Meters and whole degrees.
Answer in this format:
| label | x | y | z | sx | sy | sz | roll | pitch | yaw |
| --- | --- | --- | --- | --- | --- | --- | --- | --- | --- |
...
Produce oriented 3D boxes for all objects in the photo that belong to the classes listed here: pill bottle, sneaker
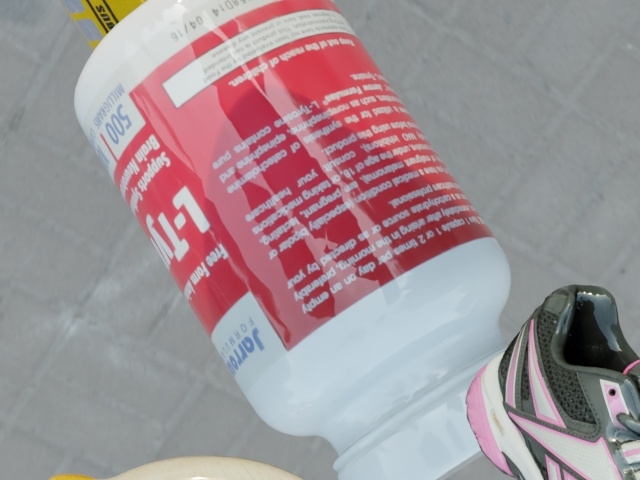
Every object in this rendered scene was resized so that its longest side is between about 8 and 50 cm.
| label | x | y | z | sx | sy | sz | roll | pitch | yaw |
| --- | --- | --- | --- | --- | --- | --- | --- | --- | --- |
| pill bottle | 0.000 | 0.000 | 1.055 | 0.229 | 0.229 | 0.408 | -36 | 76 | 14 |
| sneaker | 0.112 | 0.083 | 0.493 | 0.072 | 0.178 | 0.077 | 1 | 126 | -32 |

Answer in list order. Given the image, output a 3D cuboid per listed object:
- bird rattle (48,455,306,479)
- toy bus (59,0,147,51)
| label | x | y | z | sx | sy | sz | roll | pitch | yaw |
| --- | --- | --- | --- | --- | --- | --- | --- | --- | --- |
| bird rattle | -0.042 | 0.185 | 0.522 | 0.253 | 0.207 | 0.143 | -2 | 160 | 16 |
| toy bus | -0.190 | -0.270 | 1.297 | 0.130 | 0.108 | 0.333 | -2 | 133 | 39 |
